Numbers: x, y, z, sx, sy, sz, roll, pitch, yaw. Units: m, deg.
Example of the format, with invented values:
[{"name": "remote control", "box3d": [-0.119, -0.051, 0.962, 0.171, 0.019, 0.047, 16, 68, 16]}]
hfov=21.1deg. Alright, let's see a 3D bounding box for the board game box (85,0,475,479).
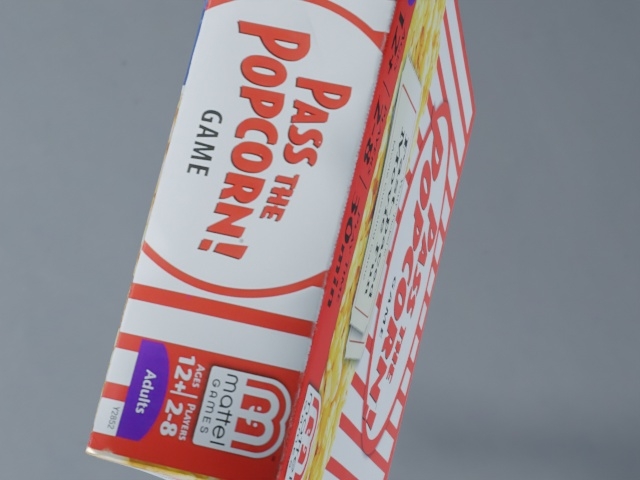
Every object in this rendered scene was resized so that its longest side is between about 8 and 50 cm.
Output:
[{"name": "board game box", "box3d": [0.000, 0.000, 0.455, 0.045, 0.193, 0.146, 12, 80, 10]}]
